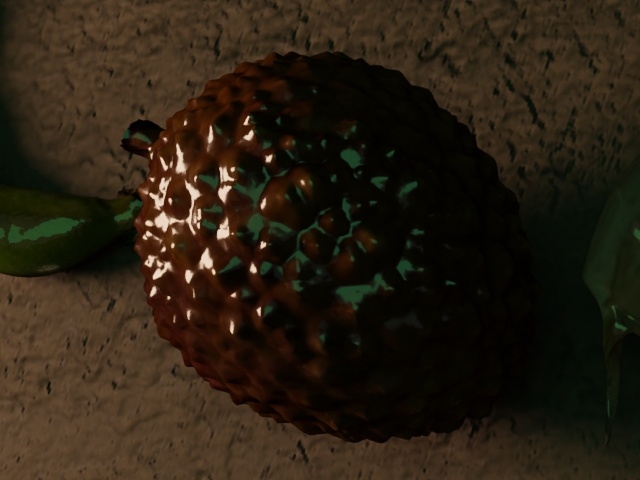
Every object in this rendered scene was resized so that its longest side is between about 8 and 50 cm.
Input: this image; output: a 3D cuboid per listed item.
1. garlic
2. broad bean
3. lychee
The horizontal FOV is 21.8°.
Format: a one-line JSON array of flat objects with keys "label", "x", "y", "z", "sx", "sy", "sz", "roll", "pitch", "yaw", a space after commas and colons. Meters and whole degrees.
[{"label": "garlic", "x": 0.202, "y": 0.001, "z": 0.818, "sx": 0.198, "sy": 0.090, "sz": 0.128, "roll": -26, "pitch": 78, "yaw": 5}, {"label": "broad bean", "x": -0.213, "y": -0.071, "z": 1.014, "sx": 0.292, "sy": 0.049, "sz": 0.144, "roll": 41, "pitch": 83, "yaw": 24}, {"label": "lychee", "x": 0.000, "y": 0.000, "z": 0.823, "sx": 0.238, "sy": 0.200, "sz": 0.200, "roll": 33, "pitch": 86, "yaw": 21}]
